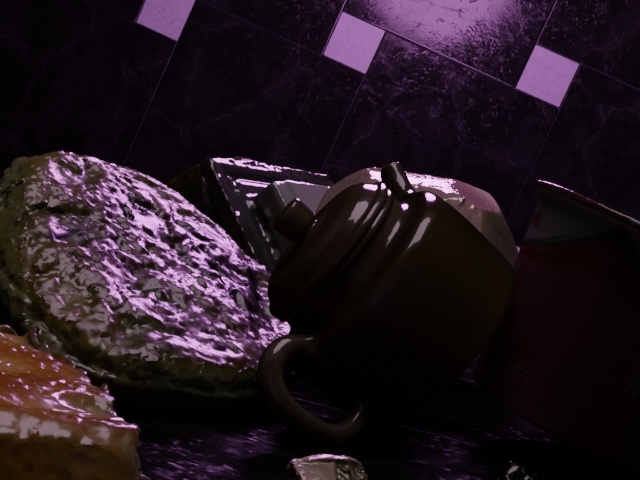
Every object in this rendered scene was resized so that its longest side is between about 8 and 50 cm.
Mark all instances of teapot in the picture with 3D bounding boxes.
[{"bbox_3d":[0.029,0.042,0.921,0.175,0.267,0.185,39,-38,-8],"label":"teapot"}]

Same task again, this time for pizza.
[{"bbox_3d":[-0.208,0.097,0.685,0.280,0.075,0.288,14,3,4],"label":"pizza"}]

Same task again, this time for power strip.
[{"bbox_3d":[0.000,-0.001,1.414,0.251,0.257,0.092,-2,-32,-47],"label":"power strip"}]

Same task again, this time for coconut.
[{"bbox_3d":[0.103,0.035,1.227,0.230,0.227,0.227,11,5,14],"label":"coconut"}]

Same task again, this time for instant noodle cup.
[{"bbox_3d":[0.246,0.078,0.952,0.235,0.178,0.235,26,4,-2],"label":"instant noodle cup"}]

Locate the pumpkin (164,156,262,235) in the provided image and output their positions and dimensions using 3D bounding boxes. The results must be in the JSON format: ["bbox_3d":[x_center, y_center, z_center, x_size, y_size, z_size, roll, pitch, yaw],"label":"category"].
[{"bbox_3d":[-0.128,-0.016,1.548,0.224,0.157,0.223,-16,-19,-6],"label":"pumpkin"}]

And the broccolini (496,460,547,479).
[{"bbox_3d":[0.210,0.188,0.736,0.218,0.044,0.042,15,-11,-2],"label":"broccolini"}]

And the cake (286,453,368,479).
[{"bbox_3d":[0.019,0.168,0.577,0.051,0.055,0.140,9,22,-27],"label":"cake"}]

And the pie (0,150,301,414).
[{"bbox_3d":[-0.140,0.035,0.981,0.323,0.070,0.323,26,24,-12],"label":"pie"}]
